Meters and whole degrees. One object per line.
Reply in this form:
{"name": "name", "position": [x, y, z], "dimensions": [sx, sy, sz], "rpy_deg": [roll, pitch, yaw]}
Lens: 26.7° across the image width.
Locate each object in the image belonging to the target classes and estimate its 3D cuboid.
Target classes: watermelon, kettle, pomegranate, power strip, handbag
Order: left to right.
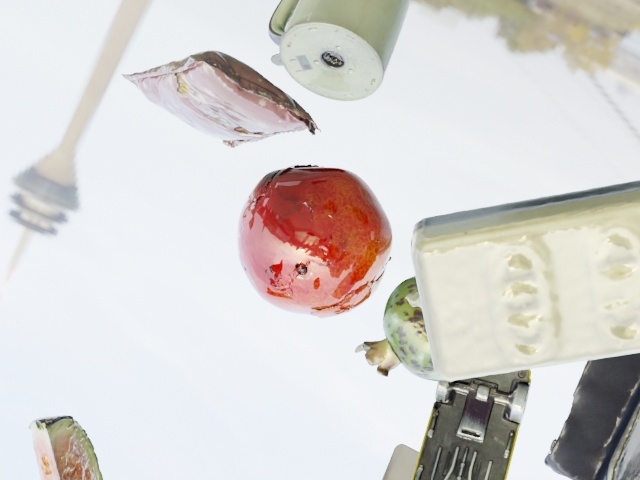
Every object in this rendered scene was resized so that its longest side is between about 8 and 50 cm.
{"name": "watermelon", "position": [-0.280, 0.290, 1.516], "dimensions": [0.063, 0.245, 0.119], "rpy_deg": [-10, -157, -2]}
{"name": "pomegranate", "position": [0.000, 0.000, 1.766], "dimensions": [0.210, 0.210, 0.235], "rpy_deg": [35, -161, 30]}
{"name": "kettle", "position": [0.028, -0.361, 2.087], "dimensions": [0.240, 0.255, 0.165], "rpy_deg": [-2, 142, 31]}
{"name": "pomegranate", "position": [0.108, 0.104, 1.490], "dimensions": [0.122, 0.161, 0.122], "rpy_deg": [48, -156, -31]}
{"name": "power strip", "position": [0.183, 0.022, 0.888], "dimensions": [0.257, 0.105, 0.070], "rpy_deg": [-10, -165, 9]}
{"name": "handbag", "position": [0.466, 0.210, 1.835], "dimensions": [0.122, 0.303, 0.329], "rpy_deg": [26, -176, 38]}

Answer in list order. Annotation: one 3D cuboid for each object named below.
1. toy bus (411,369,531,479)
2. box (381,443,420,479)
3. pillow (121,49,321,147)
{"name": "toy bus", "position": [0.217, 0.344, 2.044], "dimensions": [0.144, 0.330, 0.152], "rpy_deg": [14, 159, 12]}
{"name": "box", "position": [0.137, 0.395, 2.151], "dimensions": [0.031, 0.126, 0.091], "rpy_deg": [23, 178, -41]}
{"name": "pillow", "position": [-0.077, -0.108, 1.018], "dimensions": [0.118, 0.043, 0.185], "rpy_deg": [29, 171, -25]}
